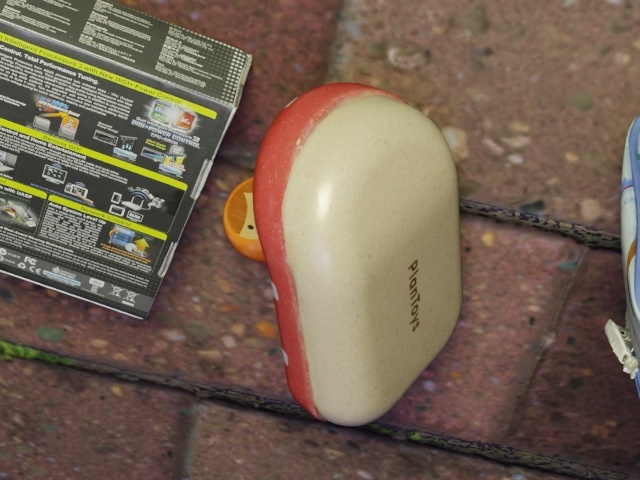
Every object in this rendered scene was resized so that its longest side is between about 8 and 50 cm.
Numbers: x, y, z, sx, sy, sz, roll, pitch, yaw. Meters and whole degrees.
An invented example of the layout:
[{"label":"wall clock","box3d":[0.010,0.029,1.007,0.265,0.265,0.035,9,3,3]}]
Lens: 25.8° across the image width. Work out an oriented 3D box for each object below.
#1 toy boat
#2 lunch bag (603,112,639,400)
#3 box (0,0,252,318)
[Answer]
[{"label":"toy boat","box3d":[0.000,0.000,0.913,0.151,0.151,0.231,24,141,29]},{"label":"lunch bag","box3d":[0.309,0.013,0.774,0.303,0.243,0.115,-4,132,13]},{"label":"box","box3d":[-0.206,-0.075,0.914,0.270,0.060,0.216,19,133,-8]}]
